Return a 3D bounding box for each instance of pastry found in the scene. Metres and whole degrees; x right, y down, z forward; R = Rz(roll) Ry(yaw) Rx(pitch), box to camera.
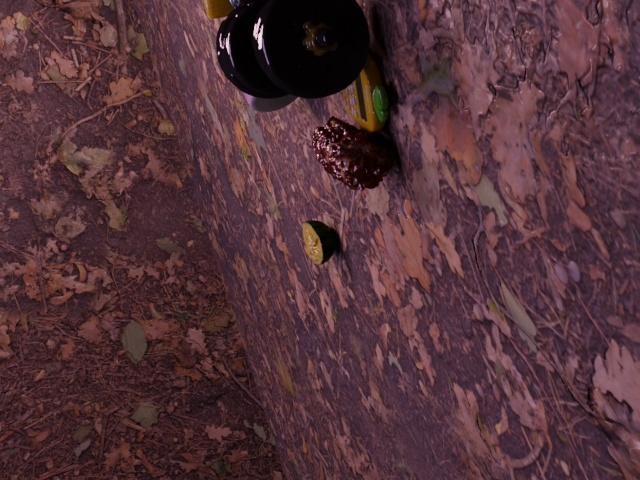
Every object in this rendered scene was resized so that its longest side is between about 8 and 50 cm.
[{"bbox_3d":[0.048,-0.153,1.637,0.115,0.097,0.208,58,174,-28],"label":"pastry"}]

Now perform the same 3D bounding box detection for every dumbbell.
[{"bbox_3d":[-0.053,-0.328,1.555,0.388,0.185,0.185,19,127,68],"label":"dumbbell"}]

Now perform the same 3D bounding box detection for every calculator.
[{"bbox_3d":[0.068,-0.263,1.590,0.235,0.032,0.146,-131,25,-56],"label":"calculator"}]

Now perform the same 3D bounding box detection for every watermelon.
[{"bbox_3d":[0.000,0.000,2.095,0.105,0.062,0.106,48,147,45],"label":"watermelon"}]

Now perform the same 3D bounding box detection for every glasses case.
[{"bbox_3d":[-0.255,-0.637,2.170,0.064,0.079,0.234,-125,20,-65],"label":"glasses case"}]

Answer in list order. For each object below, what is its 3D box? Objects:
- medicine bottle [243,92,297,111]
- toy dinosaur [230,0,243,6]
[{"bbox_3d":[-0.120,-0.365,1.926,0.135,0.135,0.169,106,143,-65],"label":"medicine bottle"},{"bbox_3d":[-0.192,-0.563,2.128,0.047,0.030,0.083,-151,43,-71],"label":"toy dinosaur"}]
